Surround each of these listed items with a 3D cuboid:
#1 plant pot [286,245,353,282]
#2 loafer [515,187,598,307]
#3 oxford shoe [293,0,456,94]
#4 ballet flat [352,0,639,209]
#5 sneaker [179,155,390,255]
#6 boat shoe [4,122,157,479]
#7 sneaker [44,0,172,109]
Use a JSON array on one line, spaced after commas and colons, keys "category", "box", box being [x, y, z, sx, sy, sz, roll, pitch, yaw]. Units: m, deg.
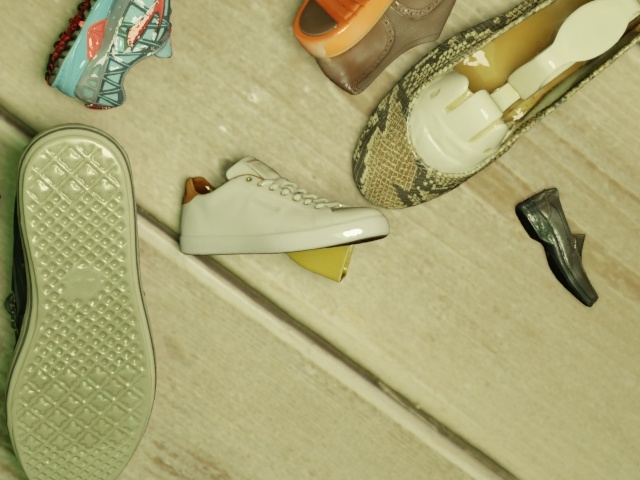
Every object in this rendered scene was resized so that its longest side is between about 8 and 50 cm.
[{"category": "plant pot", "box": [0.000, 0.000, 1.639, 0.083, 0.081, 0.082, 16, 97, 6]}, {"category": "loafer", "box": [0.326, 0.009, 1.681, 0.061, 0.062, 0.170, -34, 101, -5]}, {"category": "oxford shoe", "box": [0.126, -0.337, 1.600, 0.363, 0.130, 0.133, -43, 133, -5]}, {"category": "ballet flat", "box": [0.243, -0.208, 1.579, 0.483, 0.182, 0.164, -37, 101, 1]}, {"category": "sneaker", "box": [-0.054, -0.045, 1.563, 0.290, 0.106, 0.123, -1, 91, 27]}, {"category": "boat shoe", "box": [-0.301, 0.087, 1.588, 0.186, 0.156, 0.500, -1, 110, -10]}, {"category": "sneaker", "box": [-0.229, -0.281, 1.579, 0.125, 0.104, 0.262, 31, 99, -26]}]
